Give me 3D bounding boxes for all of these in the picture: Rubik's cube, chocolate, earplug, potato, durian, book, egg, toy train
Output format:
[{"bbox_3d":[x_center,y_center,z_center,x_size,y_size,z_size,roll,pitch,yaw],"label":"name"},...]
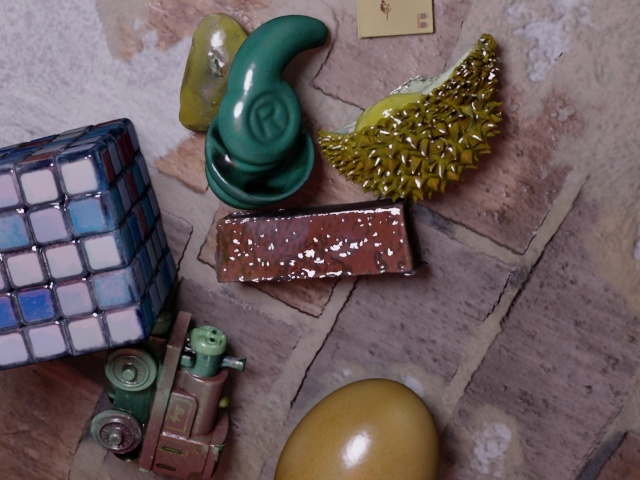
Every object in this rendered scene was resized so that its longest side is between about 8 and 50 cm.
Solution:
[{"bbox_3d":[-0.401,0.002,1.416,0.293,0.287,0.292,-14,105,3],"label":"Rubik's cube"},{"bbox_3d":[0.000,0.000,1.473,0.321,0.112,0.112,-3,98,11],"label":"chocolate"},{"bbox_3d":[-0.090,-0.173,1.396,0.164,0.257,0.280,6,150,-21],"label":"earplug"},{"bbox_3d":[-0.159,-0.244,1.424,0.105,0.085,0.188,28,115,2],"label":"potato"},{"bbox_3d":[0.148,-0.166,1.377,0.306,0.166,0.172,-37,125,17],"label":"durian"},{"bbox_3d":[0.107,-0.338,1.385,0.111,0.014,0.077,-1,106,9],"label":"book"},{"bbox_3d":[0.060,0.368,1.501,0.250,0.250,0.322,24,107,1],"label":"egg"},{"bbox_3d":[-0.248,0.247,1.564,0.222,0.150,0.304,14,118,-4],"label":"toy train"}]
